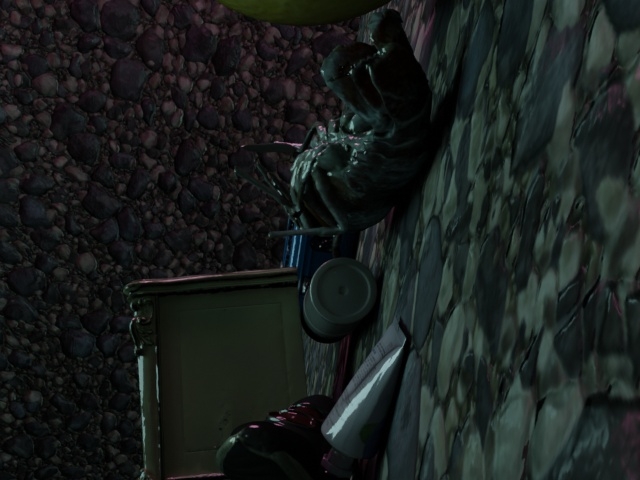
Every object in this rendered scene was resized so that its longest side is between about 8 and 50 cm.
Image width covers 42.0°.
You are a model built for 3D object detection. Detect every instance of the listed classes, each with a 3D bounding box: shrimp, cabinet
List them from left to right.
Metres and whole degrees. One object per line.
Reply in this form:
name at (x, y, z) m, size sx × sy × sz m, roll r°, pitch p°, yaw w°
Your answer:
cabinet at (-0.132, 0.235, 1.142) m, size 0.290 × 0.228 × 0.317 m, roll 102°, pitch 163°, yaw -71°
shrimp at (0.025, -0.083, 0.842) m, size 0.221 × 0.166 × 0.410 m, roll -46°, pitch 8°, yaw -16°

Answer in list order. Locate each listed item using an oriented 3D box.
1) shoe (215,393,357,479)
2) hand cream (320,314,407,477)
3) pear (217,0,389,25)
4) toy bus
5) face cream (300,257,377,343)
shoe at (-0.020, 0.198, 0.796) m, size 0.112 × 0.099 × 0.227 m, roll -66°, pitch -27°, yaw -26°
hand cream at (0.042, 0.137, 0.716) m, size 0.142 × 0.053 × 0.084 m, roll -64°, pitch 5°, yaw 6°
pear at (-0.015, -0.379, 0.807) m, size 0.348 × 0.349 × 0.348 m, roll -170°, pitch 90°, yaw -88°
toy bus at (0.000, 0.000, 1.360) m, size 0.134 × 0.114 × 0.246 m, roll -160°, pitch 79°, yaw -83°
face cream at (0.017, 0.080, 1.029) m, size 0.250 × 0.077 × 0.077 m, roll 110°, pitch 170°, yaw -77°
